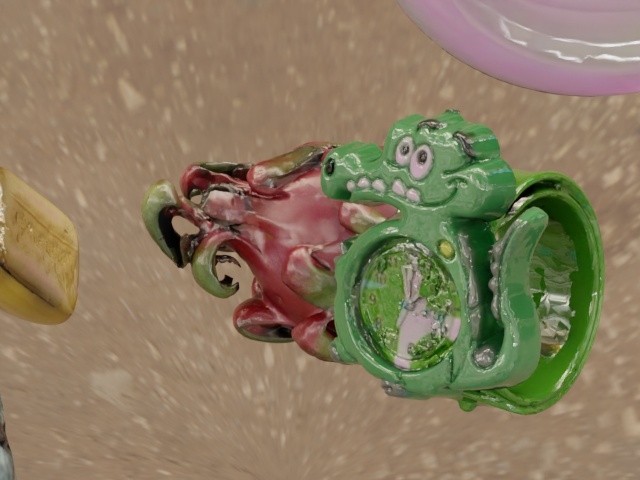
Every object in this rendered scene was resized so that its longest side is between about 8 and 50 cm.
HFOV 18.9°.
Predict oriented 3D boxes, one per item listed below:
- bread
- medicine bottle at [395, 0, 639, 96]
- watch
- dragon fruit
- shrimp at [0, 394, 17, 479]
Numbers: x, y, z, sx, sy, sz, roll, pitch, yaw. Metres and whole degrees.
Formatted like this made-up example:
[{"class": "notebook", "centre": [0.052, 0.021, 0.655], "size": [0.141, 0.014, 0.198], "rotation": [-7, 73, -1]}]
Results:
[{"class": "bread", "centre": [-0.193, 0.006, 1.177], "size": [0.056, 0.115, 0.082], "rotation": [-12, 67, 18]}, {"class": "medicine bottle", "centre": [0.062, -0.190, 0.658], "size": [0.178, 0.290, 0.178], "rotation": [-7, 124, -10]}, {"class": "watch", "centre": [0.092, 0.010, 1.028], "size": [0.131, 0.152, 0.165], "rotation": [6, 99, 41]}, {"class": "dragon fruit", "centre": [0.005, 0.005, 1.622], "size": [0.273, 0.198, 0.218], "rotation": [10, 62, 15]}, {"class": "shrimp", "centre": [-0.081, 0.007, 0.337], "size": [0.076, 0.082, 0.174], "rotation": [-14, 91, 25]}]
